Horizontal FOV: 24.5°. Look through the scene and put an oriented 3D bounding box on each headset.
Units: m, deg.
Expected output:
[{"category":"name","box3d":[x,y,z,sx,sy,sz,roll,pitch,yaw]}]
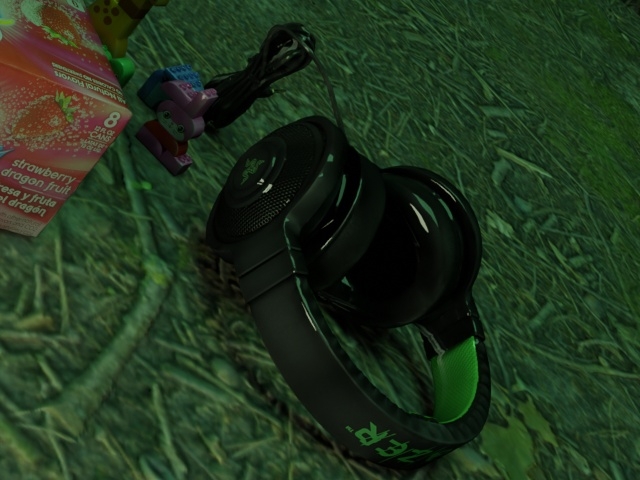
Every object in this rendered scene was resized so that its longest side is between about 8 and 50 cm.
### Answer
[{"category":"headset","box3d":[0.000,0.000,1.158,0.243,0.185,0.394,22,46,-47]}]

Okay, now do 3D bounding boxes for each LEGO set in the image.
[{"category":"LEGO set","box3d":[-0.151,-0.172,1.212,0.227,0.093,0.087,46,23,7]}]

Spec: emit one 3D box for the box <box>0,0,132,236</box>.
[{"category":"box","box3d":[-0.259,-0.111,0.898,0.257,0.122,0.128,19,33,-43]}]
